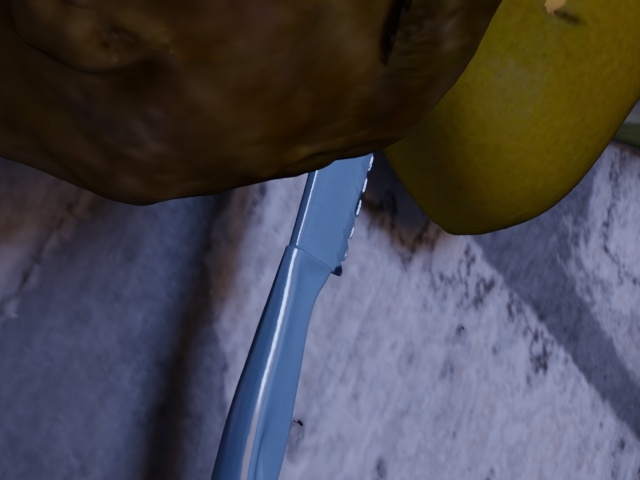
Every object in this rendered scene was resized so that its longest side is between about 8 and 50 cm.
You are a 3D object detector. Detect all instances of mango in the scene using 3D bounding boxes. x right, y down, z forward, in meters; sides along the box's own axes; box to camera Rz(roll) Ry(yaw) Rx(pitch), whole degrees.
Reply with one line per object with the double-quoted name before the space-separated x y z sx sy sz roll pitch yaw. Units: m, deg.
"mango" 0.115 -0.159 0.710 0.211 0.173 0.317 35 72 -43

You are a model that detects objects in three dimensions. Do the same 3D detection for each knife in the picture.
"knife" 0.000 0.000 0.572 0.044 0.019 0.313 31 69 -49

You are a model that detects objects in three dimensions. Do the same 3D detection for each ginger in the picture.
"ginger" -0.051 -0.136 0.493 0.223 0.200 0.269 11 37 -24

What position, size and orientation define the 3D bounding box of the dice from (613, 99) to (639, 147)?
"dice" 0.256 -0.155 0.860 0.169 0.169 0.166 19 70 -45
